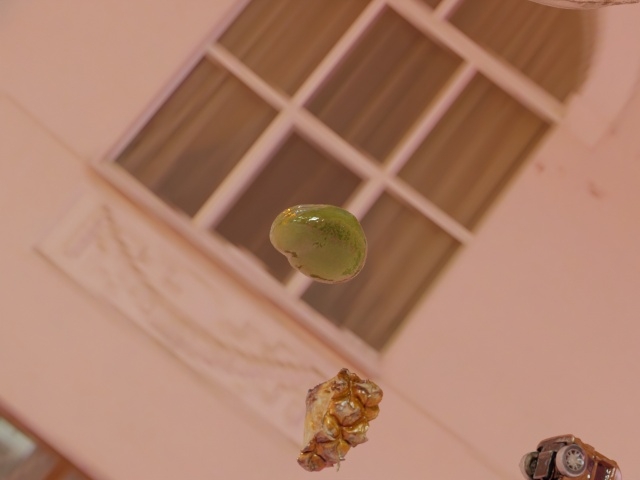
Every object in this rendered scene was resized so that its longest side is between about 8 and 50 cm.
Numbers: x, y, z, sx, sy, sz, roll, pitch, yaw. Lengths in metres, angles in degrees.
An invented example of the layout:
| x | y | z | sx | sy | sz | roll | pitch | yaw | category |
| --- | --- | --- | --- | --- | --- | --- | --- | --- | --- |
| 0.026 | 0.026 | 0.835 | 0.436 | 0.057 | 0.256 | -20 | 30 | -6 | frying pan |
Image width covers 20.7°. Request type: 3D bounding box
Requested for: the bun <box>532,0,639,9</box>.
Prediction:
| x | y | z | sx | sy | sz | roll | pitch | yaw | category |
| --- | --- | --- | --- | --- | --- | --- | --- | --- | --- |
| 0.242 | -0.313 | 1.682 | 0.239 | 0.141 | 0.239 | 15 | -11 | 3 | bun |

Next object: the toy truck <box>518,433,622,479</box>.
| x | y | z | sx | sy | sz | roll | pitch | yaw | category |
| --- | --- | --- | --- | --- | --- | --- | --- | --- | --- |
| 0.242 | 0.299 | 1.783 | 0.092 | 0.192 | 0.083 | 26 | -23 | -19 | toy truck |

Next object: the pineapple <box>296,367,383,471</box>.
| x | y | z | sx | sy | sz | roll | pitch | yaw | category |
| --- | --- | --- | --- | --- | --- | --- | --- | --- | --- |
| 0.012 | 0.220 | 2.180 | 0.069 | 0.137 | 0.116 | 33 | 4 | -24 | pineapple |

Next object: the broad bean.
| x | y | z | sx | sy | sz | roll | pitch | yaw | category |
| --- | --- | --- | --- | --- | --- | --- | --- | --- | --- |
| 0.000 | 0.000 | 1.417 | 0.083 | 0.063 | 0.045 | 26 | 7 | -15 | broad bean |
